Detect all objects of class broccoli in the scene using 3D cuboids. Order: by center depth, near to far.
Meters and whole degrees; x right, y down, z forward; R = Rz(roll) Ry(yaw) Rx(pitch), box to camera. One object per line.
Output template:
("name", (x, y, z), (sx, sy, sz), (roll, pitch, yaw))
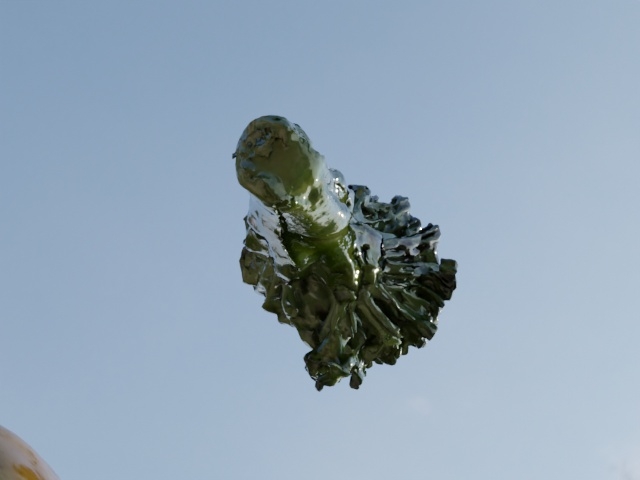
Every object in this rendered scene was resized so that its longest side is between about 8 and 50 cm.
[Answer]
("broccoli", (0.002, -0.007, 1.028), (0.165, 0.145, 0.304), (53, 0, 22))

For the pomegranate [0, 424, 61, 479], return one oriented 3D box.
("pomegranate", (-0.197, 0.170, 0.639), (0.233, 0.233, 0.233), (12, -40, 10))
